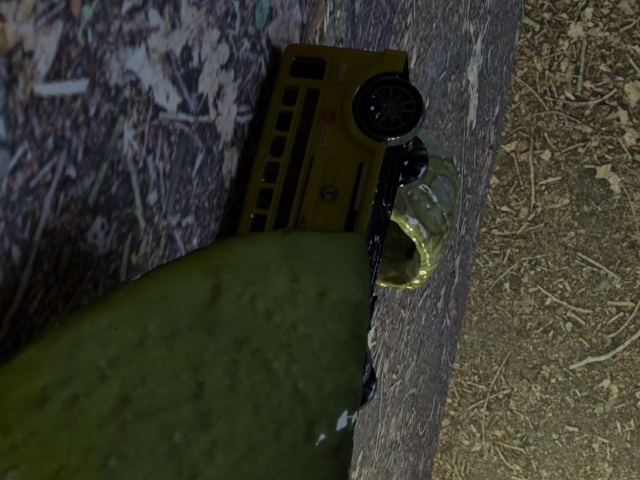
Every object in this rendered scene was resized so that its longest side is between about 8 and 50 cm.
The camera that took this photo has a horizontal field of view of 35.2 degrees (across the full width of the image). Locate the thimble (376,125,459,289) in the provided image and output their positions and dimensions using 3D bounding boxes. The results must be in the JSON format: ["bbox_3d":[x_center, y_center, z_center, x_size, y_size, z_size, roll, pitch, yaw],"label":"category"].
[{"bbox_3d":[0.086,-0.049,1.197,0.190,0.138,0.143,69,34,-44],"label":"thimble"}]

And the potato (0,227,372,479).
[{"bbox_3d":[-0.105,0.167,0.621,0.280,0.213,0.330,112,-11,-62],"label":"potato"}]

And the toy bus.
[{"bbox_3d":[0.000,0.000,0.897,0.145,0.151,0.331,71,31,-73],"label":"toy bus"}]
